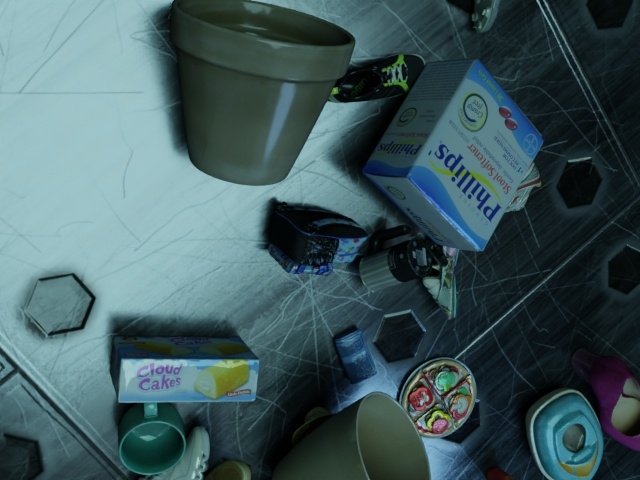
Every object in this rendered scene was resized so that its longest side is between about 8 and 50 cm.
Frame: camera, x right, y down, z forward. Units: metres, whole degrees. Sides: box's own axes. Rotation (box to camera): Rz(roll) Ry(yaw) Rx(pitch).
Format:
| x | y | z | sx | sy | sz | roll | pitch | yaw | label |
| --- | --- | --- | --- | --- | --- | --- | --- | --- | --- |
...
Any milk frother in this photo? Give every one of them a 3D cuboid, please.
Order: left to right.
| x | y | z | sx | sy | sz | roll | pitch | yaw | label |
| --- | --- | --- | --- | --- | --- | --- | --- | --- | --- |
| 0.180 | 0.049 | 1.694 | 0.143 | 0.134 | 0.129 | 35 | 51 | -34 | milk frother |

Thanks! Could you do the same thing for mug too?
| x | y | z | sx | sy | sz | roll | pitch | yaw | label |
| --- | --- | --- | --- | --- | --- | --- | --- | --- | --- |
| -0.328 | 0.372 | 1.582 | 0.129 | 0.097 | 0.158 | 29 | 104 | -25 | mug |

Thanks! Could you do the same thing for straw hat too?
| x | y | z | sx | sy | sz | roll | pitch | yaw | label |
| --- | --- | --- | --- | --- | --- | --- | --- | --- | --- |
| 0.001 | 0.395 | 1.733 | 0.144 | 0.061 | 0.145 | -11 | 133 | -12 | straw hat |

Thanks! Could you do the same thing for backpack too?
| x | y | z | sx | sy | sz | roll | pitch | yaw | label |
| --- | --- | --- | --- | --- | --- | --- | --- | --- | --- |
| 0.000 | 0.000 | 1.606 | 0.173 | 0.158 | 0.117 | 3 | 110 | -32 | backpack |

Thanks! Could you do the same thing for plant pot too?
| x | y | z | sx | sy | sz | roll | pitch | yaw | label |
| --- | --- | --- | --- | --- | --- | --- | --- | --- | --- |
| -0.122 | -0.263 | 1.441 | 0.323 | 0.323 | 0.281 | 3 | 118 | -20 | plant pot |
| 0.043 | 0.474 | 1.635 | 0.274 | 0.257 | 0.256 | -27 | 115 | 29 | plant pot |

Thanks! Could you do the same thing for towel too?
| x | y | z | sx | sy | sz | roll | pitch | yaw | label |
| --- | --- | --- | --- | --- | --- | --- | --- | --- | --- |
| 0.077 | 0.255 | 1.751 | 0.067 | 0.029 | 0.120 | -25 | 109 | -12 | towel |

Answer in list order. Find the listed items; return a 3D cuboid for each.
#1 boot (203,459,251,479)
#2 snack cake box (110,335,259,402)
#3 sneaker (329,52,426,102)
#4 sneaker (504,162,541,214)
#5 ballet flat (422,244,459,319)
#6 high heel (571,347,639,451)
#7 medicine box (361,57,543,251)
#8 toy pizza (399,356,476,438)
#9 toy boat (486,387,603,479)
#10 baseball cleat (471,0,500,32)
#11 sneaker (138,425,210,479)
| x | y | z | sx | sy | sz | roll | pitch | yaw | label |
| --- | --- | --- | --- | --- | --- | --- | --- | --- | --- |
| -0.154 | 0.539 | 1.644 | 0.203 | 0.095 | 0.262 | -5 | 121 | -48 | boot |
| -0.267 | 0.249 | 1.559 | 0.264 | 0.152 | 0.089 | 3 | 100 | -21 | snack cake box |
| 0.118 | -0.317 | 1.601 | 0.234 | 0.097 | 0.084 | -19 | 108 | -15 | sneaker |
| 0.405 | -0.085 | 1.763 | 0.225 | 0.088 | 0.093 | -44 | 114 | -6 | sneaker |
| 0.267 | 0.062 | 1.761 | 0.079 | 0.077 | 0.222 | 4 | 96 | -2 | ballet flat |
| 0.759 | 0.422 | 1.952 | 0.127 | 0.181 | 0.377 | -47 | 112 | -5 | high heel |
| 0.272 | -0.170 | 1.613 | 0.263 | 0.149 | 0.289 | 40 | 73 | -32 | medicine box |
| 0.276 | 0.369 | 1.847 | 0.201 | 0.032 | 0.202 | -4 | 103 | -19 | toy pizza |
| 0.553 | 0.526 | 1.920 | 0.318 | 0.148 | 0.268 | -34 | 111 | -10 | toy boat |
| 0.380 | -0.532 | 1.663 | 0.109 | 0.072 | 0.206 | 3 | 105 | -27 | baseball cleat |
| -0.319 | 0.505 | 1.629 | 0.118 | 0.110 | 0.292 | 28 | 91 | -14 | sneaker |
